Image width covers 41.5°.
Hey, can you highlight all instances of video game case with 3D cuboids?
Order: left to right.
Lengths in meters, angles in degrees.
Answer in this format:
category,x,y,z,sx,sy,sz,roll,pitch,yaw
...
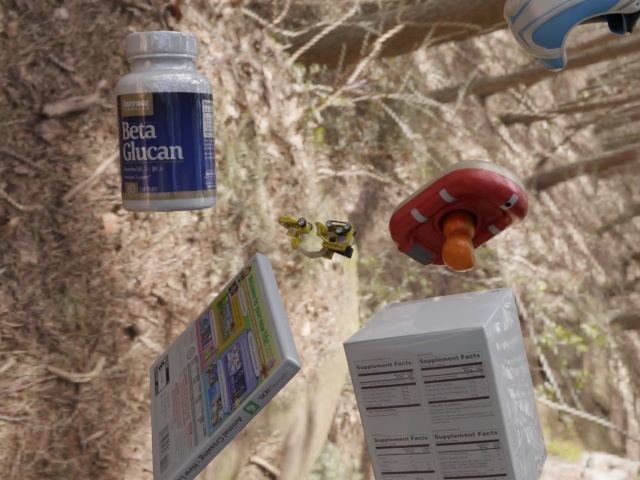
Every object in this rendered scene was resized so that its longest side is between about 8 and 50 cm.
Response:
category,x,y,z,sx,sy,sz,roll,pitch,yaw
video game case,-0.106,0.132,0.870,0.023,0.193,0.212,37,14,-26

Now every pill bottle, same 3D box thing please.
category,x,y,z,sx,sy,sz,roll,pitch,yaw
pill bottle,-0.151,-0.114,0.827,0.094,0.094,0.169,-10,99,-55

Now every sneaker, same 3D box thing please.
category,x,y,z,sx,sy,sz,roll,pitch,yaw
sneaker,0.270,-0.232,0.718,0.086,0.237,0.085,55,5,-7

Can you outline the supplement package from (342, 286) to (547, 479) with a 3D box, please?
category,x,y,z,sx,sy,sz,roll,pitch,yaw
supplement package,0.180,0.226,1.175,0.199,0.198,0.262,-28,106,-64

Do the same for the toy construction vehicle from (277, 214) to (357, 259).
category,x,y,z,sx,sy,sz,roll,pitch,yaw
toy construction vehicle,0.000,0.000,1.016,0.086,0.098,0.035,42,60,-66

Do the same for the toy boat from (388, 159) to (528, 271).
category,x,y,z,sx,sy,sz,roll,pitch,yaw
toy boat,0.219,-0.016,1.325,0.151,0.231,0.151,30,41,-28
